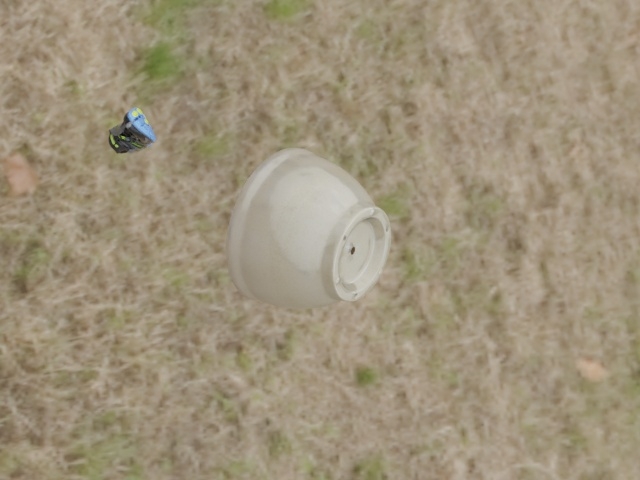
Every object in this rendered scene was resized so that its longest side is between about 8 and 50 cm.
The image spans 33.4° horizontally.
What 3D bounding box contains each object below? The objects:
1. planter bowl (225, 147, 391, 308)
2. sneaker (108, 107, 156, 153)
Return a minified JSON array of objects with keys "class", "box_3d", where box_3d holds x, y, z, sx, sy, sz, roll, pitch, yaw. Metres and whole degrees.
[{"class":"planter bowl","box_3d":[0.000,0.000,1.052,0.162,0.109,0.162,-30,130,-44]},{"class":"sneaker","box_3d":[-0.350,-0.191,1.965,0.078,0.188,0.067,-29,91,-14]}]
